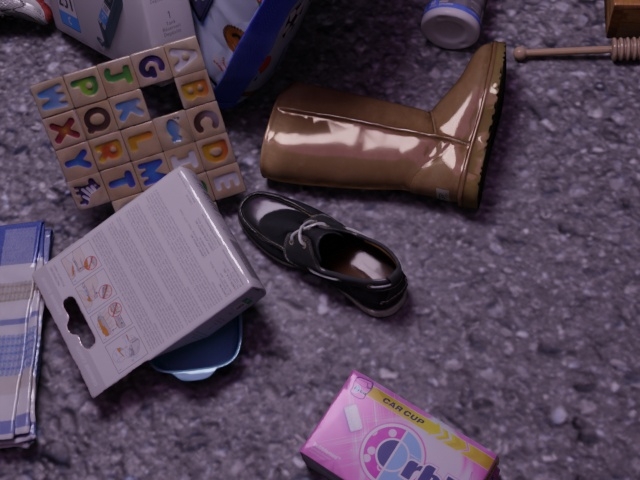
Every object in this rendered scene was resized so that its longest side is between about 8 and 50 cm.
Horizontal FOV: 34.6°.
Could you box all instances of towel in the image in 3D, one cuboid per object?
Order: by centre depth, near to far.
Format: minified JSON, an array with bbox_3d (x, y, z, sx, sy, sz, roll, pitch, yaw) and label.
[{"bbox_3d":[-0.424,0.114,1.215,0.209,0.034,0.285,-6,62,6],"label":"towel"}]

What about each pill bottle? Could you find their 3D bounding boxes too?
[{"bbox_3d":[0.181,-0.325,1.336,0.078,0.078,0.137,11,66,11],"label":"pill bottle"}]

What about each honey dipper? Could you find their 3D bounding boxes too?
[{"bbox_3d":[0.327,-0.240,1.307,0.161,0.030,0.030,-2,64,8],"label":"honey dipper"}]

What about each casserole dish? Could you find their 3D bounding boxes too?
[{"bbox_3d":[-0.147,0.079,1.199,0.114,0.037,0.188,-7,63,3],"label":"casserole dish"}]

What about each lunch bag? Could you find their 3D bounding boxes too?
[{"bbox_3d":[-0.076,-0.394,1.239,0.239,0.328,0.385,11,66,-17],"label":"lunch bag"}]

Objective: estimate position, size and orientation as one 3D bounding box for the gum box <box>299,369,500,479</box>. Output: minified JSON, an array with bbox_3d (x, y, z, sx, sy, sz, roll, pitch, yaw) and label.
[{"bbox_3d":[0.087,0.234,1.082,0.188,0.062,0.107,29,71,19],"label":"gum box"}]

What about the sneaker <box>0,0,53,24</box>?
[{"bbox_3d":[-0.475,-0.313,1.410,0.225,0.088,0.092,6,85,10],"label":"sneaker"}]

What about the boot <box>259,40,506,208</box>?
[{"bbox_3d":[0.082,-0.162,1.263,0.269,0.089,0.236,11,66,13],"label":"boot"}]

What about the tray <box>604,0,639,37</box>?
[{"bbox_3d":[0.482,-0.459,1.372,0.203,0.076,0.411,2,64,7],"label":"tray"}]

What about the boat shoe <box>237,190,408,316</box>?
[{"bbox_3d":[0.000,0.000,1.199,0.233,0.079,0.084,31,73,21],"label":"boat shoe"}]

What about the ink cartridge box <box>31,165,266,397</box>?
[{"bbox_3d":[-0.198,0.049,1.178,0.225,0.056,0.181,-36,67,9],"label":"ink cartridge box"}]

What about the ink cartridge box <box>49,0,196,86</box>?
[{"bbox_3d":[-0.262,-0.353,1.246,0.066,0.261,0.296,-26,37,-28],"label":"ink cartridge box"}]

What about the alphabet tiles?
[{"bbox_3d":[-0.204,-0.100,1.210,0.198,0.237,0.009,-18,22,-2],"label":"alphabet tiles"}]
